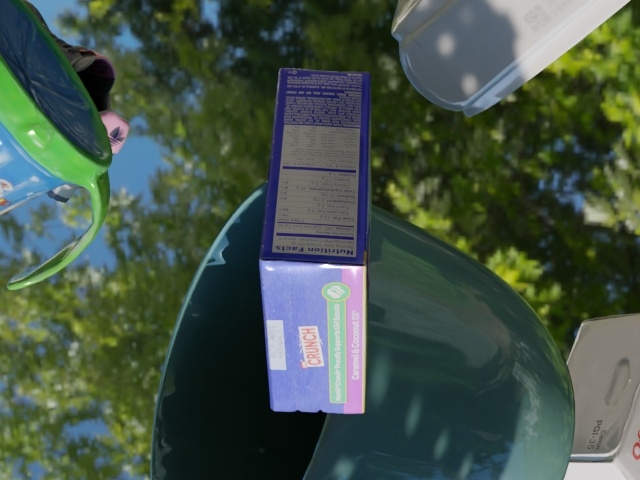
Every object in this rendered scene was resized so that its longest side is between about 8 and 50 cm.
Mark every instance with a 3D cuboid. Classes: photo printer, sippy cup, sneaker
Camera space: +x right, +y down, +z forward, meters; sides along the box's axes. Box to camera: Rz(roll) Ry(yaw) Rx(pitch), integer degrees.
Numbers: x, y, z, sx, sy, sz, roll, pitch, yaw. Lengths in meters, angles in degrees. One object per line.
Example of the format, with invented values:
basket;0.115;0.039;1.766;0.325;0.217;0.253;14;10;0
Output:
photo printer;0.178;-0.245;0.983;0.256;0.107;0.307;-39;-165;21
sippy cup;-0.354;-0.107;1.170;0.224;0.240;0.305;-32;-116;6
sneaker;-0.296;-0.191;1.437;0.131;0.112;0.319;-36;-126;15

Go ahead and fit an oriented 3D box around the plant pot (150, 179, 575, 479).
plant pot;0.041;0.124;0.918;0.235;0.293;0.293;18;-157;-27

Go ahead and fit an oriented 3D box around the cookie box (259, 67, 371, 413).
cookie box;0.000;0.000;0.495;0.040;0.092;0.107;2;-133;2

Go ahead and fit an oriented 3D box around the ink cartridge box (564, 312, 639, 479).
ink cartridge box;0.386;0.246;1.425;0.117;0.283;0.207;-10;-138;46
